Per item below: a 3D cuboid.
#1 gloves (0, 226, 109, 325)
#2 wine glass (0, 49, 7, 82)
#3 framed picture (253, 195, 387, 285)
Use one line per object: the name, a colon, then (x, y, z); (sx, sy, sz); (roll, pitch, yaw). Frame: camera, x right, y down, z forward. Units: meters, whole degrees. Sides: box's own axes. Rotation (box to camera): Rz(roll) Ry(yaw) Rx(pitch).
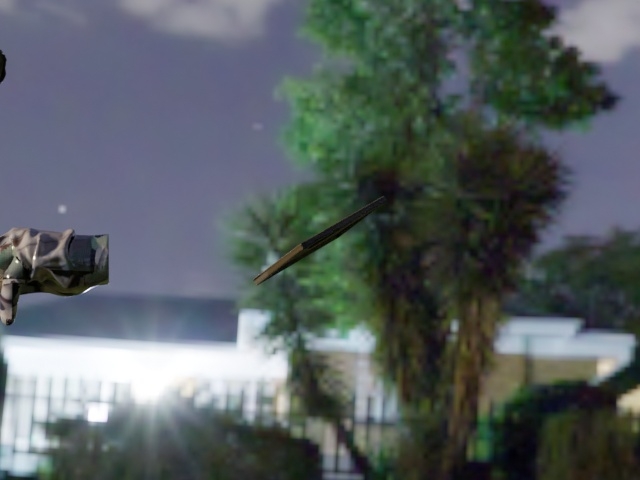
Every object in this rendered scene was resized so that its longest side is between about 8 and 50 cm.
gloves: (-0.354, 0.034, 1.869); (0.212, 0.111, 0.127); (-1, 22, -7)
wine glass: (-0.514, -0.235, 2.073); (0.182, 0.122, 0.122); (27, -14, 3)
framed picture: (0.000, 0.000, 1.844); (0.149, 0.011, 0.109); (-31, -3, -41)
